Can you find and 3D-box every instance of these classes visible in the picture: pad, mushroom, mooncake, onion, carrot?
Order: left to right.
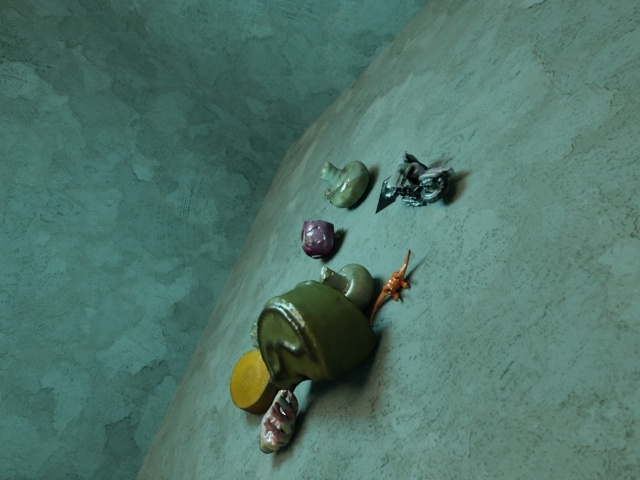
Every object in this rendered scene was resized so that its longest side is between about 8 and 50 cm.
[{"bbox_3d":[-0.275,0.600,1.797,0.307,0.100,0.258,-23,54,47],"label":"carrot"},{"bbox_3d":[-0.036,0.344,1.384,0.393,0.246,0.394,33,132,38],"label":"mooncake"},{"bbox_3d":[-0.013,-0.002,1.979,0.207,0.200,0.201,7,68,56],"label":"onion"},{"bbox_3d":[0.104,-0.284,2.012,0.243,0.243,0.243,-49,22,27],"label":"mushroom"},{"bbox_3d":[0.078,0.164,1.464,0.204,0.204,0.204,-49,22,27],"label":"mushroom"},{"bbox_3d":[0.288,-0.210,1.781,0.127,0.004,0.190,-34,32,51],"label":"pad"}]

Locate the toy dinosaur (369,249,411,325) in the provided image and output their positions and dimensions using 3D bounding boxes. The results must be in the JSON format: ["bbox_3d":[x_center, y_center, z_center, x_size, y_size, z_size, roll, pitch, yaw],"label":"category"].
[{"bbox_3d":[0.225,0.157,1.334,0.280,0.055,0.101,-59,10,6],"label":"toy dinosaur"}]

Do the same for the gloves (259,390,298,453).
[{"bbox_3d":[-0.135,0.618,1.454,0.241,0.126,0.145,-54,-5,23],"label":"gloves"}]

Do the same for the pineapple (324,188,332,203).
[{"bbox_3d":[0.060,-0.239,2.334,0.058,0.058,0.124,-53,34,18],"label":"pineapple"}]

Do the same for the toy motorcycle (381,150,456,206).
[{"bbox_3d":[0.338,-0.221,1.472,0.188,0.143,0.327,-62,27,-7],"label":"toy motorcycle"}]

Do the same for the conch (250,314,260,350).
[{"bbox_3d":[-0.232,0.395,1.948,0.210,0.159,0.291,-53,19,20],"label":"conch"}]
